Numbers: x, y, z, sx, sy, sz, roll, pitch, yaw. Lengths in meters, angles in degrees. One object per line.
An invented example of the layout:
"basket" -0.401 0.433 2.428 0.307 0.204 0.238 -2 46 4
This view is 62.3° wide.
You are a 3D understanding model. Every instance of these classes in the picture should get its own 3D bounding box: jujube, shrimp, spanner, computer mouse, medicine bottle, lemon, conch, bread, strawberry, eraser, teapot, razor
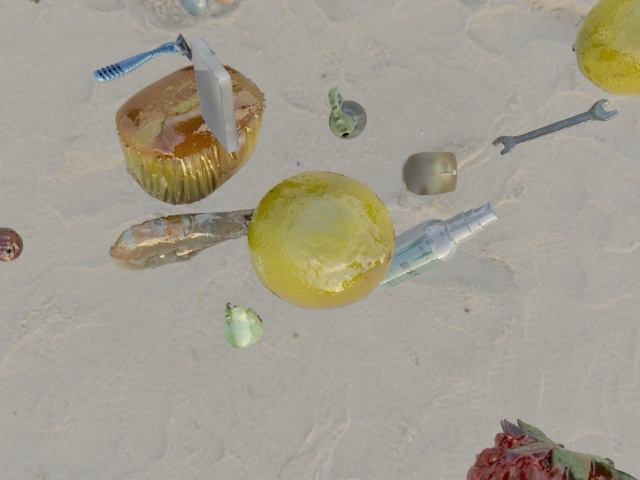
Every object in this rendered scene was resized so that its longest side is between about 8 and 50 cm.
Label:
"jujube" -0.756 0.006 1.273 0.077 0.129 0.077 -7 104 -29
"shrimp" -0.231 -0.003 0.990 0.316 0.164 0.062 -14 72 -30
"spanner" 0.504 -0.244 1.154 0.254 0.015 0.054 -17 61 26
"computer mouse" 0.274 -0.162 1.279 0.199 0.044 0.102 -6 99 -37
"medicine bottle" 0.258 0.010 1.267 0.351 0.110 0.110 -30 98 29
"lemon" 0.502 -0.310 0.824 0.173 0.173 0.206 -50 53 -1
"conch" -0.192 0.206 1.322 0.105 0.079 0.170 -24 139 -21
"lemon" -0.003 -0.001 0.864 0.235 0.263 0.236 13 63 -27
"bread" -0.237 -0.216 0.994 0.204 0.156 0.288 40 58 16
"strawberry" 0.240 0.381 0.639 0.137 0.233 0.306 31 81 -28
"eraser" -0.164 -0.222 0.828 0.023 0.150 0.104 -25 61 -20
"teapot" 0.048 -0.296 1.272 0.124 0.091 0.092 42 116 -3
"razor" -0.451 -0.458 1.343 0.253 0.042 0.082 -27 81 -16

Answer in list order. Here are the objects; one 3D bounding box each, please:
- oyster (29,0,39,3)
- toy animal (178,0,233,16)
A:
"oyster" -0.454 -0.448 0.850 0.045 0.146 0.122 19 116 -4
"toy animal" -0.278 -0.665 1.218 0.229 0.221 0.210 -35 53 10
